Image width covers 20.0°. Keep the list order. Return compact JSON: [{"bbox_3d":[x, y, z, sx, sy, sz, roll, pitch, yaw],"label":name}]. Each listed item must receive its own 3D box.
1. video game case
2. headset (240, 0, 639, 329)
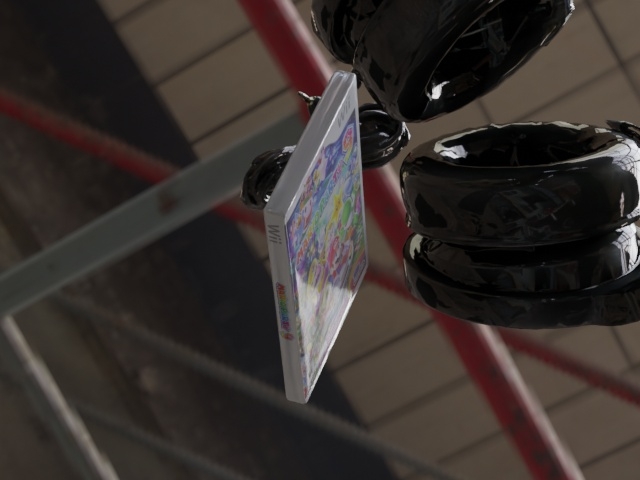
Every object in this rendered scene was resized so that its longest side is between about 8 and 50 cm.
[{"bbox_3d":[0.000,0.000,0.779,0.122,0.011,0.087,84,24,-47],"label":"video game case"},{"bbox_3d":[0.100,-0.076,0.933,0.185,0.394,0.243,-22,92,-42],"label":"headset"}]
